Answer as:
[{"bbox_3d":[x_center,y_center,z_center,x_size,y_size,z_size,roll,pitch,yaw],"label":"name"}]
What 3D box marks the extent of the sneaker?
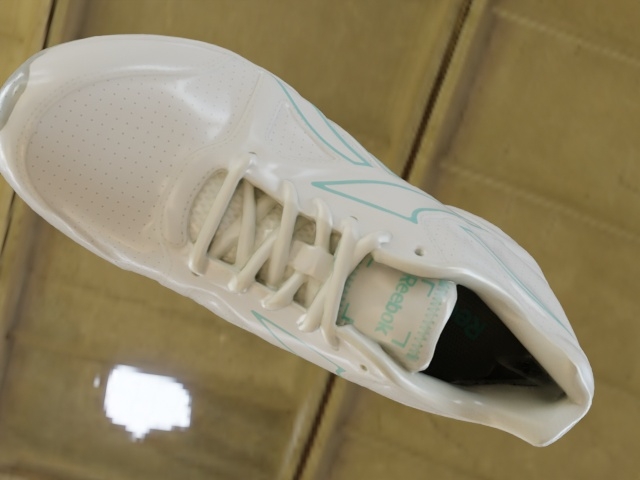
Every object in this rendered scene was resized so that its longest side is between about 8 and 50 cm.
[{"bbox_3d":[0.000,0.000,0.385,0.152,0.061,0.054,25,-81,-23],"label":"sneaker"}]
